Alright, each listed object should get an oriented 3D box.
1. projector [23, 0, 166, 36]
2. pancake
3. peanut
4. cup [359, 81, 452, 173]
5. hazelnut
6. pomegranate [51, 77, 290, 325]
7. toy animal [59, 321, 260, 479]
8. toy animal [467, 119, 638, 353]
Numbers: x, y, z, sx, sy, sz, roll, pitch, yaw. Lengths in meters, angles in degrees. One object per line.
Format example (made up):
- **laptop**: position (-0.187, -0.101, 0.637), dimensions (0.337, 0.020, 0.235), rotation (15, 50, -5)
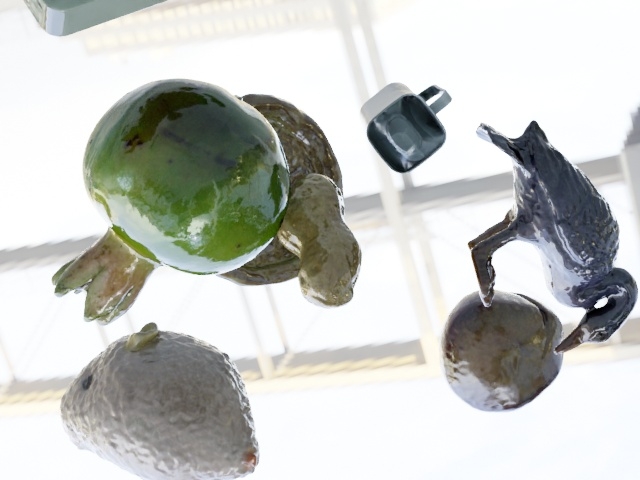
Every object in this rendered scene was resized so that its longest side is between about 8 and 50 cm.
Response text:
- **projector**: position (-0.231, -0.351, 1.399), dimensions (0.259, 0.257, 0.079), rotation (-25, 159, -27)
- **pancake**: position (-0.070, -0.061, 1.654), dimensions (0.250, 0.250, 0.031), rotation (-29, -159, -32)
- **peanut**: position (-0.002, 0.001, 1.533), dimensions (0.089, 0.089, 0.193), rotation (-17, -132, -3)
- **cup**: position (0.124, -0.172, 1.863), dimensions (0.128, 0.095, 0.129), rotation (-39, -162, 7)
- **hazelnut**: position (0.270, 0.164, 2.053), dimensions (0.208, 0.208, 0.208), rotation (-15, -161, 5)
- **pomegranate**: position (-0.174, -0.036, 1.459), dimensions (0.302, 0.236, 0.236), rotation (-51, -157, -1)
- **toy animal**: position (-0.227, 0.245, 1.979), dimensions (0.358, 0.188, 0.227), rotation (19, -107, 26)
- **toy animal**: position (0.267, -0.008, 1.585), dimensions (0.185, 0.298, 0.122), rotation (-14, -173, 8)
